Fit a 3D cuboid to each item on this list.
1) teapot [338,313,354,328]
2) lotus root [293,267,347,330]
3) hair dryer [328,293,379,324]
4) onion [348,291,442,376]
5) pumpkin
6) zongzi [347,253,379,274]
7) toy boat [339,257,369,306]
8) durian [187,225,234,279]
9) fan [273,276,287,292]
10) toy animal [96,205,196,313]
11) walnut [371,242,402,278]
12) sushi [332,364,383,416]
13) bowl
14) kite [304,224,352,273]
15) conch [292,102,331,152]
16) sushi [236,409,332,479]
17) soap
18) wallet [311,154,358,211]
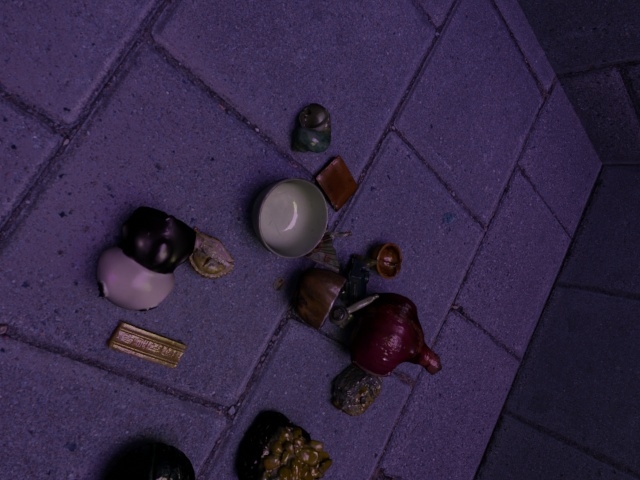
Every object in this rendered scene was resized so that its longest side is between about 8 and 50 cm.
[{"bbox_3d":[0.112,0.369,2.008,0.083,0.057,0.067,-43,149,-16],"label":"teapot"},{"bbox_3d":[-0.020,0.230,1.787,0.191,0.272,0.272,26,81,-4],"label":"lotus root"},{"bbox_3d":[0.126,0.304,1.892,0.224,0.219,0.089,-22,75,-21],"label":"hair dryer"},{"bbox_3d":[0.352,0.439,1.938,0.398,0.419,0.399,21,90,-77],"label":"onion"},{"bbox_3d":[-0.582,0.835,1.475,0.314,0.238,0.316,-4,103,-17],"label":"pumpkin"},{"bbox_3d":[0.187,0.147,1.977,0.062,0.130,0.154,26,82,-67],"label":"zongzi"},{"bbox_3d":[0.147,0.217,1.939,0.114,0.122,0.296,-67,164,-45],"label":"toy boat"},{"bbox_3d":[-0.411,0.048,1.558,0.146,0.102,0.208,-27,89,-32],"label":"durian"},{"bbox_3d":[-0.159,0.181,1.808,0.080,0.003,0.060,22,85,-36],"label":"fan"},{"bbox_3d":[-0.554,0.067,1.375,0.250,0.250,0.310,32,72,-35],"label":"toy animal"},{"bbox_3d":[0.299,0.087,2.068,0.211,0.087,0.167,38,75,-44],"label":"walnut"},{"bbox_3d":[0.176,0.688,2.048,0.274,0.139,0.184,-36,119,-29],"label":"sushi"},{"bbox_3d":[-0.135,-0.091,1.683,0.307,0.163,0.308,-7,102,-35],"label":"bowl"},{"bbox_3d":[0.000,0.000,1.808,0.267,0.013,0.323,-16,68,-2],"label":"kite"},{"bbox_3d":[-0.032,-0.428,1.731,0.176,0.122,0.188,46,67,-10],"label":"conch"},{"bbox_3d":[-0.146,0.905,1.762,0.329,0.285,0.328,-47,121,-19],"label":"sushi"},{"bbox_3d":[-0.593,0.361,1.505,0.252,0.037,0.092,33,77,-35],"label":"soap"},{"bbox_3d":[0.067,-0.246,1.882,0.161,0.042,0.195,-48,123,-15],"label":"wallet"}]
